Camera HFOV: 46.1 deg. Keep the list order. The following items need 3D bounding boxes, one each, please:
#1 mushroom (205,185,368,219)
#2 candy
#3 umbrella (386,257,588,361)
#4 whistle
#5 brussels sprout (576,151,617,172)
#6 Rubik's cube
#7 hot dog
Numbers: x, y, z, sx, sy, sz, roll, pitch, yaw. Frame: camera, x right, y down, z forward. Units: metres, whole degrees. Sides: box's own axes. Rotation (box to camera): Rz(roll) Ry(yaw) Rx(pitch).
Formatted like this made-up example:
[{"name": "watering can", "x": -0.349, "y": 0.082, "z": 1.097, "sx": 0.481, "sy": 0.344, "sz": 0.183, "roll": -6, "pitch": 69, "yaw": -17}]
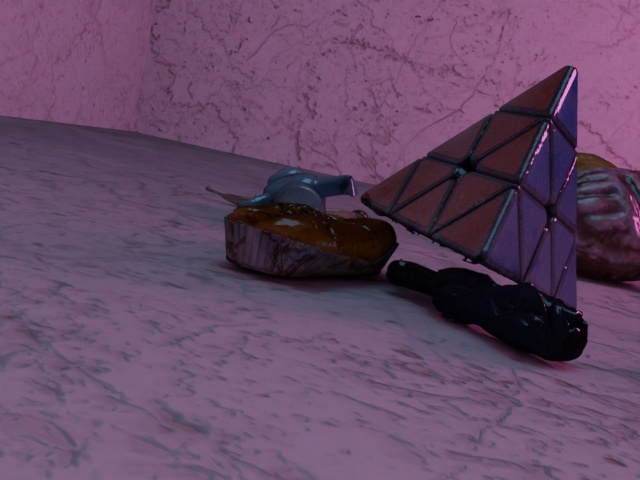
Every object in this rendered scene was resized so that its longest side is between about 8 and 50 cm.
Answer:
[{"name": "mushroom", "x": -0.061, "y": -0.060, "z": 1.370, "sx": 0.306, "sy": 0.043, "sz": 0.068, "roll": 10, "pitch": -10, "yaw": -6}, {"name": "candy", "x": 0.559, "y": -0.028, "z": 1.415, "sx": 0.289, "sy": 0.215, "sz": 0.157, "roll": -1, "pitch": -34, "yaw": -12}, {"name": "umbrella", "x": 0.154, "y": 0.053, "z": 0.744, "sx": 0.070, "sy": 0.071, "sz": 0.248, "roll": 7, "pitch": 10, "yaw": -31}, {"name": "whistle", "x": -0.039, "y": -0.058, "z": 1.189, "sx": 0.186, "sy": 0.093, "sz": 0.274, "roll": -16, "pitch": 14, "yaw": -5}, {"name": "brussels sprout", "x": 0.558, "y": -0.065, "z": 1.656, "sx": 0.316, "sy": 0.243, "sz": 0.273, "roll": 18, "pitch": 35, "yaw": 34}, {"name": "Rubik's cube", "x": 0.203, "y": -0.037, "z": 0.883, "sx": 0.233, "sy": 0.229, "sz": 0.228, "roll": -10, "pitch": -28, "yaw": -16}, {"name": "hot dog", "x": 0.000, "y": 0.000, "z": 0.868, "sx": 0.144, "sy": 0.075, "sz": 0.268, "roll": 13, "pitch": 5, "yaw": 28}]
